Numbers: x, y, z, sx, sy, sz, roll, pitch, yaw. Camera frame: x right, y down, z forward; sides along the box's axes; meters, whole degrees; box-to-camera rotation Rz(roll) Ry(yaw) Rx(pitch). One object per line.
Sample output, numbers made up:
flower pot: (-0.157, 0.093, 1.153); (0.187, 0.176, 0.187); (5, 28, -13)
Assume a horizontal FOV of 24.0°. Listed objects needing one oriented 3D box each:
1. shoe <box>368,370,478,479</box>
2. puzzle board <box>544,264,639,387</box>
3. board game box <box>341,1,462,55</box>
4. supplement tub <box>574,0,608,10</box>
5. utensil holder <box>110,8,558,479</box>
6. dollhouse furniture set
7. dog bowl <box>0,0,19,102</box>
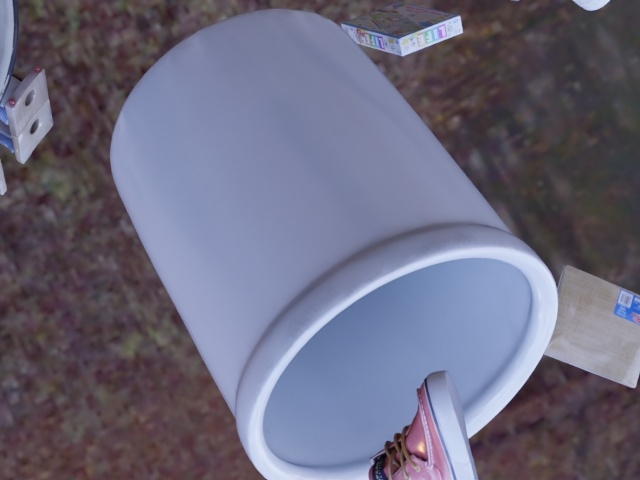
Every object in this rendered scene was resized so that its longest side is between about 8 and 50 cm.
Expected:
shoe: (0.073, 0.166, 1.134); (0.081, 0.063, 0.178); (-11, 139, 6)
puzzle board: (0.294, 0.092, 1.592); (0.128, 0.096, 0.011); (22, 170, -24)
board game box: (0.113, -0.299, 2.113); (0.103, 0.026, 0.154); (-24, -154, -23)
supplement tub: (0.376, -0.391, 2.198); (0.071, 0.071, 0.107); (-37, 134, 27)
utensil holder: (0.000, 0.000, 1.496); (0.327, 0.385, 0.328); (-19, 141, -17)
dollhouse furniture set: (-0.410, -0.125, 1.704); (0.184, 0.129, 0.129); (-58, 170, -26)
dog bowl: (-0.522, -0.216, 1.561); (0.408, 0.408, 0.150); (-24, -177, -13)
